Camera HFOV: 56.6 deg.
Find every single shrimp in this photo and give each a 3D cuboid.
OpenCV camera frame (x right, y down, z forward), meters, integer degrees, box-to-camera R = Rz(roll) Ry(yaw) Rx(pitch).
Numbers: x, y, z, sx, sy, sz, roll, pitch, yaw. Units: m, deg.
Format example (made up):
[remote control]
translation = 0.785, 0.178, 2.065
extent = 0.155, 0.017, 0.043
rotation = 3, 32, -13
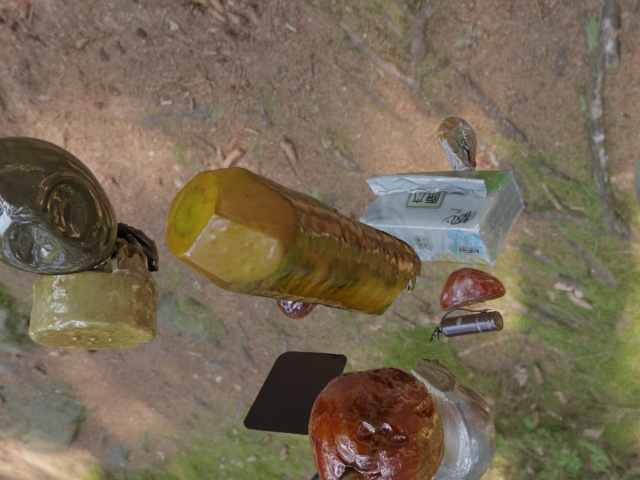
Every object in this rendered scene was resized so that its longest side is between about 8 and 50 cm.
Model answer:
[shrimp]
translation = 0.343, -0.213, 1.436
extent = 0.101, 0.190, 0.042
rotation = -13, 169, -14

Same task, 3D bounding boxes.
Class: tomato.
[tomato]
translation = 0.360, 0.111, 1.437
extent = 0.159, 0.091, 0.139
rotation = -15, 166, 16

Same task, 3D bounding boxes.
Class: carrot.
[carrot]
translation = -0.011, 0.014, 0.612
extent = 0.114, 0.114, 0.302
rotation = -14, 156, 41

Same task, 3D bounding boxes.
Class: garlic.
[garlic]
translation = 0.267, 0.417, 1.309
extent = 0.238, 0.210, 0.291
rotation = -2, 96, 21

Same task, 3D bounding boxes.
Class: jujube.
[jujube]
translation = -0.044, 0.115, 1.702
extent = 0.155, 0.155, 0.230
rotation = 29, 103, -13

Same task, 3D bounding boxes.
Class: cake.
[cake]
translation = -0.588, 0.111, 1.576
extent = 0.333, 0.321, 0.332
rotation = -3, 159, -1

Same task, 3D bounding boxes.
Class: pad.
[pad]
translation = -0.051, 0.334, 1.337
extent = 0.181, 0.267, 0.004
rotation = -1, 117, 19

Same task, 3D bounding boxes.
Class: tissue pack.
[tissue pack]
translation = 0.195, -0.061, 1.004
extent = 0.229, 0.159, 0.145
rotation = 5, 134, 40

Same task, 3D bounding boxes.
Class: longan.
[longan]
translation = -0.603, -0.070, 1.277
extent = 0.288, 0.288, 0.350
rotation = -13, 136, 40

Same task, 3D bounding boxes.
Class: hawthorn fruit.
[hawthorn fruit]
translation = 0.067, 0.242, 0.718
extent = 0.174, 0.179, 0.173
rotation = -4, 110, -10

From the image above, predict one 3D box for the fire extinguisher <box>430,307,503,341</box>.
[fire extinguisher]
translation = 0.310, 0.176, 1.276
extent = 0.157, 0.078, 0.045
rotation = -17, 130, 38

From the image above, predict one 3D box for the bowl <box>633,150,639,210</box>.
[bowl]
translation = 0.775, -0.185, 1.160
extent = 0.354, 0.354, 0.185
rotation = -21, 105, 45

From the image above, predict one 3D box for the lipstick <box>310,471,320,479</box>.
[lipstick]
translation = -0.003, 0.555, 1.389
extent = 0.037, 0.116, 0.037
rotation = 29, 141, 26
